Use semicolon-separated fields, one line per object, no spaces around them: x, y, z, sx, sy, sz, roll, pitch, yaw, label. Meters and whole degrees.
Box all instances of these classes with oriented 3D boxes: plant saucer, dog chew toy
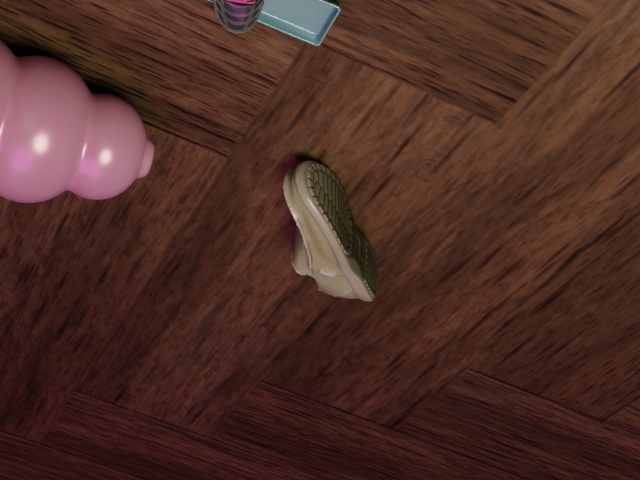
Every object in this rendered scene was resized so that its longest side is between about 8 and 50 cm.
-0.076;-0.274;1.391;0.192;0.018;0.067;21;142;-12;plant saucer
-0.363;-0.136;1.508;0.332;0.206;0.206;15;144;-17;dog chew toy

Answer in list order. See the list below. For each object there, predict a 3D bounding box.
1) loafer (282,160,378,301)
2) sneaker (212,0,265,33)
0.000;0.000;1.666;0.092;0.101;0.268;-10;140;17;loafer
-0.083;-0.279;1.316;0.063;0.074;0.170;12;133;-5;sneaker
